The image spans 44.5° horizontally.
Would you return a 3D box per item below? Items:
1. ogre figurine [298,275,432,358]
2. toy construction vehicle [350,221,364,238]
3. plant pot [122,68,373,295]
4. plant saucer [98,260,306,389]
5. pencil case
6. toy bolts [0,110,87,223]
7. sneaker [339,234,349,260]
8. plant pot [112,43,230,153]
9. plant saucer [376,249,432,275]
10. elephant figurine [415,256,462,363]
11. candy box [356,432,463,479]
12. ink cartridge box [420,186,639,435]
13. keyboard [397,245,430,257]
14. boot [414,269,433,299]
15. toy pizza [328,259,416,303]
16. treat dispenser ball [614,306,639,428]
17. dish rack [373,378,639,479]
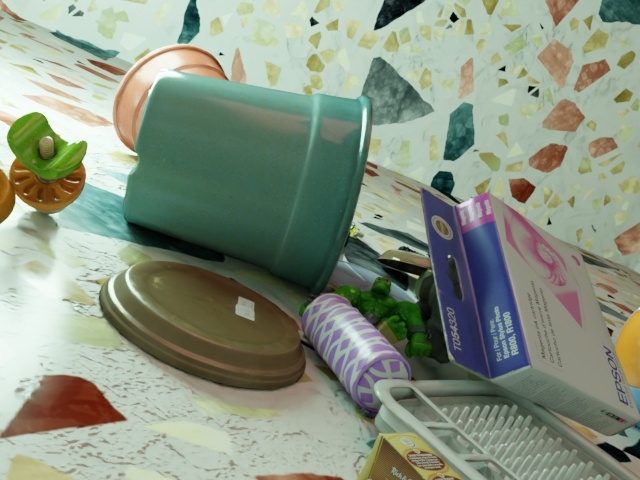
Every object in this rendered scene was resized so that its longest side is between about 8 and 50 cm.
[{"bbox_3d":[0.076,0.115,1.197,0.197,0.096,0.118,-3,20,18],"label":"ogre figurine"},{"bbox_3d":[0.055,-0.032,1.859,0.086,0.035,0.098,29,11,-35],"label":"toy construction vehicle"},{"bbox_3d":[-0.126,-0.114,1.274,0.334,0.341,0.341,15,15,-8],"label":"plant pot"},{"bbox_3d":[-0.140,0.096,0.994,0.278,0.041,0.278,23,12,-5],"label":"plant saucer"},{"bbox_3d":[0.047,0.144,1.035,0.088,0.086,0.206,26,11,-31],"label":"pencil case"},{"bbox_3d":[-0.460,-0.092,1.061,0.228,0.158,0.218,35,55,4],"label":"toy bolts"},{"bbox_3d":[0.000,0.000,1.530,0.063,0.074,0.170,34,16,33],"label":"sneaker"},{"bbox_3d":[-0.245,-0.219,1.605,0.272,0.272,0.265,9,29,-48],"label":"plant pot"},{"bbox_3d":[0.204,0.051,1.667,0.169,0.029,0.168,16,-8,2],"label":"plant saucer"},{"bbox_3d":[0.278,0.133,1.260,0.240,0.169,0.186,15,-5,-7],"label":"elephant figurine"},{"bbox_3d":[0.097,0.256,0.640,0.053,0.109,0.187,12,19,-42],"label":"candy box"},{"bbox_3d":[0.301,0.086,1.141,0.330,0.071,0.324,28,39,-30],"label":"ink cartridge box"},{"bbox_3d":[0.284,0.051,1.919,0.192,0.038,0.100,28,14,9],"label":"keyboard"},{"bbox_3d":[0.348,0.146,1.557,0.270,0.089,0.236,20,14,-22],"label":"boot"},{"bbox_3d":[0.084,0.093,1.414,0.201,0.032,0.201,24,13,-6],"label":"toy pizza"},{"bbox_3d":[0.657,0.226,1.357,0.288,0.288,0.288,23,13,-6],"label":"treat dispenser ball"},{"bbox_3d":[0.228,0.267,0.912,0.333,0.072,0.285,10,19,-47],"label":"dish rack"}]
